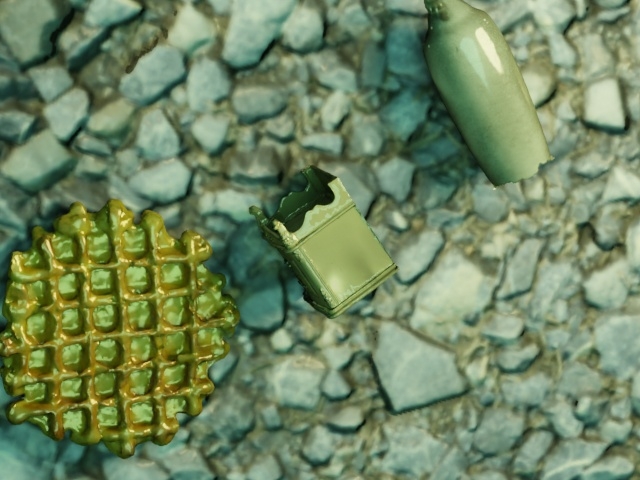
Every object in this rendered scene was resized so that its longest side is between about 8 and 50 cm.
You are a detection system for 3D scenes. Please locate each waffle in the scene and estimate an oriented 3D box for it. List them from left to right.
[{"bbox_3d":[-0.146,0.063,1.164,0.191,0.038,0.191,-3,103,-15],"label":"waffle"}]

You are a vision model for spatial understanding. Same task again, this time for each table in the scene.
[{"bbox_3d":[0.000,0.000,1.170,0.062,0.079,0.083,-36,107,-8],"label":"table"}]

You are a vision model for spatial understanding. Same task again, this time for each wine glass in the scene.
[{"bbox_3d":[0.094,-0.152,1.172,0.074,0.074,0.262,-31,110,-7],"label":"wine glass"}]
